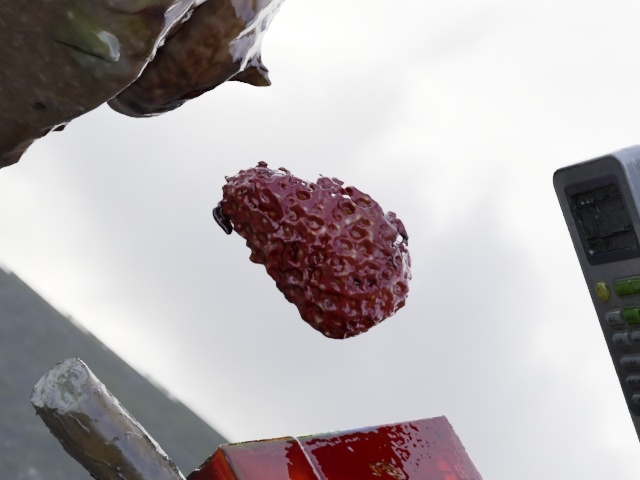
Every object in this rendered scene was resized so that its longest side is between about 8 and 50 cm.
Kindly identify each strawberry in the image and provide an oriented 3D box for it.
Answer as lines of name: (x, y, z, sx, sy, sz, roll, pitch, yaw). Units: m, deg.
strawberry: (0.000, 0.000, 1.435, 0.188, 0.121, 0.082, 38, -40, -11)

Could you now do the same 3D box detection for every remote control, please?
remote control: (0.242, 0.055, 1.233, 0.103, 0.034, 0.250, -14, -86, 66)

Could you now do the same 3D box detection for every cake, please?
cake: (-0.144, -0.160, 0.836, 0.293, 0.199, 0.196, 46, -48, -13)

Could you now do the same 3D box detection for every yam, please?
yam: (-0.066, 0.109, 0.689, 0.145, 0.032, 0.032, 56, -21, -23)

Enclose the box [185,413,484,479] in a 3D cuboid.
box: (0.040, 0.256, 1.383, 0.313, 0.089, 0.197, 0, 55, -51)
